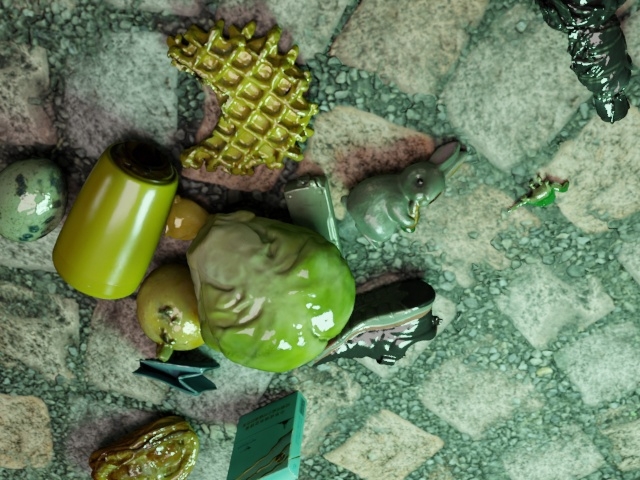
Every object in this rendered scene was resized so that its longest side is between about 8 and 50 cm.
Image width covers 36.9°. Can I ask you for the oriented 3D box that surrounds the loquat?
[{"bbox_3d":[-0.272,0.135,1.836,0.149,0.204,0.172,-8,144,37],"label":"loquat"}]

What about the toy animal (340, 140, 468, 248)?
[{"bbox_3d":[0.154,-0.088,1.711,0.236,0.108,0.138,-39,111,24],"label":"toy animal"}]

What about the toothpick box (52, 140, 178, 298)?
[{"bbox_3d":[-0.366,-0.043,1.745,0.175,0.175,0.271,25,118,-10],"label":"toothpick box"}]

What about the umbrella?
[{"bbox_3d":[0.435,-0.349,1.531,0.128,0.154,0.336,14,152,42],"label":"umbrella"}]

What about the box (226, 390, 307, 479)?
[{"bbox_3d":[-0.111,0.425,1.976,0.162,0.229,0.041,-28,116,19],"label":"box"}]

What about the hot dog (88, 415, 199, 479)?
[{"bbox_3d":[-0.386,0.487,2.104,0.259,0.114,0.175,-30,116,21],"label":"hot dog"}]

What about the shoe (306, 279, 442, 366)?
[{"bbox_3d":[0.106,0.183,1.886,0.291,0.114,0.137,-22,123,13],"label":"shoe"}]

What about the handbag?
[{"bbox_3d":[-0.283,0.261,1.909,0.144,0.221,0.057,11,86,5],"label":"handbag"}]

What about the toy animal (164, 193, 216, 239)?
[{"bbox_3d":[-0.210,-0.031,1.803,0.159,0.070,0.083,17,120,-11],"label":"toy animal"}]

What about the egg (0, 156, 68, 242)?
[{"bbox_3d":[-0.532,-0.078,1.753,0.141,0.141,0.181,35,121,-16],"label":"egg"}]

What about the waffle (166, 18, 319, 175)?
[{"bbox_3d":[-0.135,-0.237,1.667,0.260,0.069,0.293,-2,123,7],"label":"waffle"}]

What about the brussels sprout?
[{"bbox_3d":[-0.100,0.098,1.721,0.317,0.242,0.273,17,109,1],"label":"brussels sprout"}]

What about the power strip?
[{"bbox_3d":[0.000,0.002,1.813,0.080,0.048,0.286,-7,121,13],"label":"power strip"}]

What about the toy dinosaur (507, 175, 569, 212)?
[{"bbox_3d":[0.395,-0.077,1.748,0.060,0.029,0.120,35,119,-29],"label":"toy dinosaur"}]
